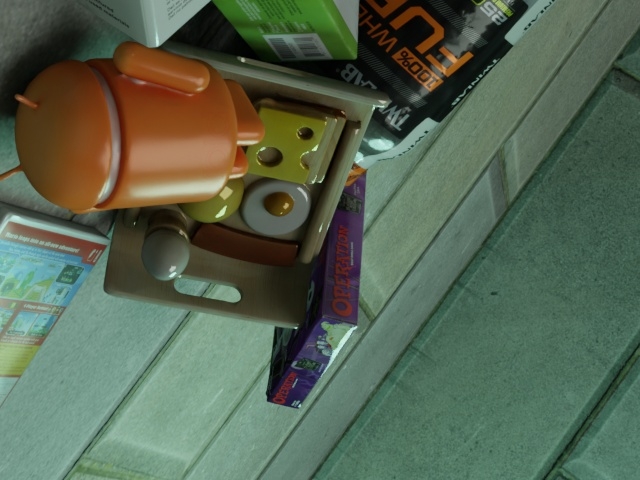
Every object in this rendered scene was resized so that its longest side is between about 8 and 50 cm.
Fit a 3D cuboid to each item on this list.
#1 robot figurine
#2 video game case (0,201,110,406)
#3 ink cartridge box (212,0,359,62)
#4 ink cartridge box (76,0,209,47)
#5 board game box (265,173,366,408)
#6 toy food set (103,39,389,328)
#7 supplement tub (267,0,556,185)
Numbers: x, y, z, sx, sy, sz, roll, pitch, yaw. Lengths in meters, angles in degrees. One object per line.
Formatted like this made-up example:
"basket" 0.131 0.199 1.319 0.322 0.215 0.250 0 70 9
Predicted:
"robot figurine" -0.158 -0.092 1.022 0.220 0.158 0.128 -7 91 -34
"video game case" -0.327 0.099 1.158 0.285 0.025 0.204 -56 163 3
"ink cartridge box" -0.024 -0.312 1.111 0.189 0.097 0.255 42 49 -73
"ink cartridge box" -0.102 -0.305 0.845 0.201 0.117 0.278 -47 161 -25
"board game box" 0.000 0.000 1.445 0.208 0.056 0.346 126 -25 -49
"toy food set" -0.080 -0.045 1.201 0.092 0.220 0.306 -93 -162 -48
"supplement tub" 0.087 -0.231 1.282 0.338 0.207 0.207 -47 165 13
